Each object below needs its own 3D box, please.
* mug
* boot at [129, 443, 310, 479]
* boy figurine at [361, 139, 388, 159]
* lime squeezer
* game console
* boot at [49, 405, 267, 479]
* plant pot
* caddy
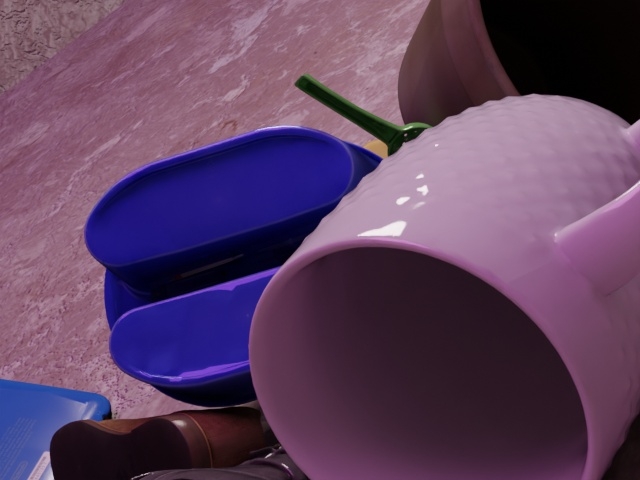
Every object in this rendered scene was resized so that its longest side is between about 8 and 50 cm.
[{"bbox_3d":[0.169,0.013,1.251,0.374,0.276,0.328,-40,5,43],"label":"mug"},{"bbox_3d":[-0.131,0.250,1.420,0.338,0.118,0.223,-16,-1,41],"label":"boot"},{"bbox_3d":[0.000,0.000,1.806,0.177,0.092,0.285,-6,36,52],"label":"boy figurine"},{"bbox_3d":[0.114,-0.059,1.554,0.059,0.310,0.110,-47,-6,6],"label":"lime squeezer"},{"bbox_3d":[-0.385,0.306,1.832,0.250,0.173,0.293,7,38,15],"label":"game console"},{"bbox_3d":[-0.165,0.218,1.640,0.115,0.112,0.305,-14,-1,-39],"label":"boot"},{"bbox_3d":[0.217,-0.177,1.613,0.323,0.323,0.280,-48,9,-28],"label":"plant pot"},{"bbox_3d":[-0.063,0.027,1.608,0.341,0.241,0.179,-16,-11,12],"label":"caddy"}]
